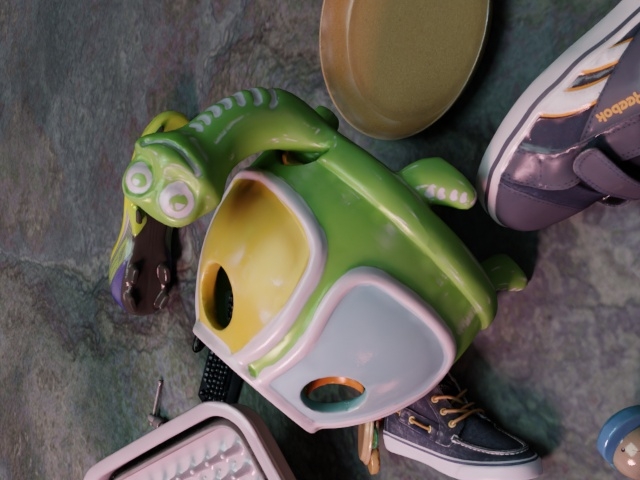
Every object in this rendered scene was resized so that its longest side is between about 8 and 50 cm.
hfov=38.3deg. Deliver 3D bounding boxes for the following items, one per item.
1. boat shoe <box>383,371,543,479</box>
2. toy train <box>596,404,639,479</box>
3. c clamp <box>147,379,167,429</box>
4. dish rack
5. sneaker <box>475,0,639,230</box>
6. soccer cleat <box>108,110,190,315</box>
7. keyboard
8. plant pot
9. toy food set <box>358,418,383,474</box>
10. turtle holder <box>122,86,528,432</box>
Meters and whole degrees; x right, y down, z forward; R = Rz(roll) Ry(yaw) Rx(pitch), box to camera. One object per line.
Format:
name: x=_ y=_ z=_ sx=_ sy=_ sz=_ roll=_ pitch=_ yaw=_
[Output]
boat shoe: x=0.121 y=0.162 z=0.838 sx=0.183 sy=0.065 sz=0.083 roll=2 pitch=96 yaw=53
toy train: x=0.288 y=0.105 z=0.622 sx=0.143 sy=0.105 sz=0.247 roll=54 pitch=130 yaw=53
c clamp: x=-0.200 y=0.288 z=1.264 sx=0.161 sy=0.022 sz=0.137 roll=29 pitch=112 yaw=47
dish rack: x=-0.097 y=0.351 z=1.013 sx=0.286 sy=0.072 sz=0.332 roll=-33 pitch=83 yaw=31
sneaker: x=0.239 y=-0.092 z=0.650 sx=0.321 sy=0.126 sz=0.127 roll=-52 pitch=49 yaw=36
soccer cleat: x=-0.240 y=-0.040 z=1.261 sx=0.121 sy=0.094 sz=0.289 roll=31 pitch=113 yaw=54
keyboard: x=-0.131 y=0.130 z=1.170 sx=0.100 sy=0.038 sz=0.192 roll=34 pitch=115 yaw=46
plant pot: x=0.085 y=-0.217 z=0.912 sx=0.236 sy=0.032 sz=0.236 roll=1 pitch=92 yaw=50
toy food set: x=0.052 y=0.186 z=0.931 sx=0.083 sy=0.020 sz=0.082 roll=-89 pitch=4 yaw=-63
turtle holder: x=0.005 y=0.024 z=0.768 sx=0.243 sy=0.320 sz=0.227 roll=38 pitch=83 yaw=26
